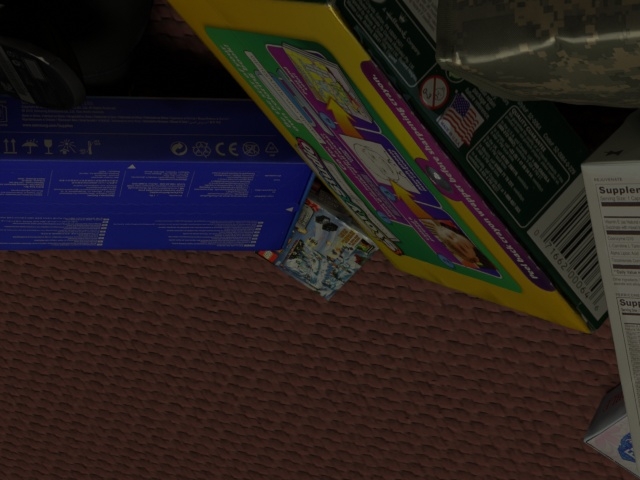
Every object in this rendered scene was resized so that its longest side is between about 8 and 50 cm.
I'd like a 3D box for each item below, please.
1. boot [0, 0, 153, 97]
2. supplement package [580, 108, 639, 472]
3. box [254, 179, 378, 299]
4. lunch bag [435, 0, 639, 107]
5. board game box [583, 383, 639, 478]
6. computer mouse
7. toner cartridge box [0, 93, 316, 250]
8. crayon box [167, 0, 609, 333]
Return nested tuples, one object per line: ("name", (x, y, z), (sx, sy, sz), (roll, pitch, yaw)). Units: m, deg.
("boot", (-0.306, -0.285, 1.706), (0.367, 0.146, 0.445), (19, 150, -1))
("supplement package", (0.345, 0.023, 1.486), (0.198, 0.199, 0.262), (0, 114, 33))
("box", (0.000, 0.000, 1.961), (0.094, 0.027, 0.137), (33, 146, -7))
("lunch bag", (0.249, -0.175, 1.397), (0.235, 0.168, 0.287), (-4, 169, 30))
("board game box", (0.460, 0.198, 1.837), (0.318, 0.066, 0.318), (34, 146, -6))
("computer mouse", (-0.316, -0.202, 1.671), (0.262, 0.060, 0.184), (13, 151, 30))
("toner cartridge box", (-0.188, -0.061, 1.824), (0.348, 0.075, 0.165), (0, 151, -15))
("crayon box", (0.068, -0.104, 1.611), (0.363, 0.106, 0.313), (49, 166, -26))
